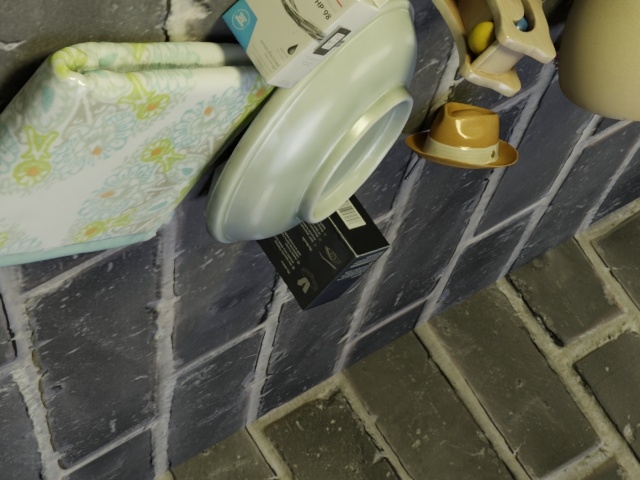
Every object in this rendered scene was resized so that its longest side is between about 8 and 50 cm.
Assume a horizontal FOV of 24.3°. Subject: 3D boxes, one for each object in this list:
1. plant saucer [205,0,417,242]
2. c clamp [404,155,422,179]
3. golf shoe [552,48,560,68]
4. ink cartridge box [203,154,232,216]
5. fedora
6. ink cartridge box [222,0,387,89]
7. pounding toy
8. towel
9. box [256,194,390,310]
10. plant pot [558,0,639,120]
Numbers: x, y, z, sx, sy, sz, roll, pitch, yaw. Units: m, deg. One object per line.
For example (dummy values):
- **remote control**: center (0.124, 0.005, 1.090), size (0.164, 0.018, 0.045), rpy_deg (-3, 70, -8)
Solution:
- **plant saucer**: center (0.017, -0.133, 1.926), size (0.400, 0.100, 0.400), rpy_deg (-48, 168, -13)
- **c clamp**: center (0.227, -0.168, 2.566), size (0.160, 0.022, 0.137), rpy_deg (-16, 151, -42)
- **golf shoe**: center (0.510, -0.280, 2.388), size (0.140, 0.306, 0.115), rpy_deg (-45, 132, -9)
- **ink cartridge box**: center (-0.061, -0.130, 2.101), size (0.181, 0.056, 0.225), rpy_deg (-20, 140, -40)
- **fedora**: center (0.230, -0.174, 2.380), size (0.194, 0.194, 0.079), rpy_deg (-15, 120, -47)
- **ink cartridge box**: center (-0.010, -0.268, 1.670), size (0.180, 0.104, 0.060), rpy_deg (-40, 162, 20)
- **pounding toy**: center (0.222, -0.319, 1.842), size (0.154, 0.269, 0.155), rpy_deg (29, 125, -27)
- **towel**: center (-0.250, -0.105, 1.718), size (0.374, 0.090, 0.320), rpy_deg (-11, 150, -53)
- **box**: center (0.000, 0.000, 2.364), size (0.093, 0.156, 0.158), rpy_deg (-16, 157, -49)
- **plant pot**: center (0.491, -0.333, 2.232), size (0.284, 0.284, 0.191), rpy_deg (-28, 128, -20)
